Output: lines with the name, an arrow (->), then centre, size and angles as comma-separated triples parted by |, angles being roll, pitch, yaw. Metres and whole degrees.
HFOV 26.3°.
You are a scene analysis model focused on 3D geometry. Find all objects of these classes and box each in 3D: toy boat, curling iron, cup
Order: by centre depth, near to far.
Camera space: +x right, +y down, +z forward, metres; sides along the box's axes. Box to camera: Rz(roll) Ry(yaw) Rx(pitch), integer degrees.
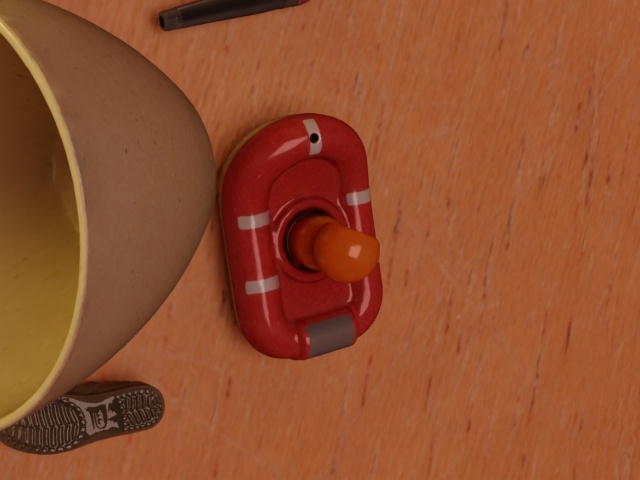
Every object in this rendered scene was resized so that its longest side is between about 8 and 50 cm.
cup -> -0.219, -0.040, 1.051 | 0.237, 0.331, 0.331 | -16, 106, -54
toy boat -> 0.000, 0.000, 1.246 | 0.151, 0.151, 0.231 | -15, 104, -28
curling iron -> -0.032, -0.244, 1.263 | 0.274, 0.035, 0.068 | -27, 105, -25

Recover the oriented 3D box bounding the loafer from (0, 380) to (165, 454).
loafer -> -0.212, 0.153, 1.205 | 0.148, 0.050, 0.056 | -3, 95, -14
